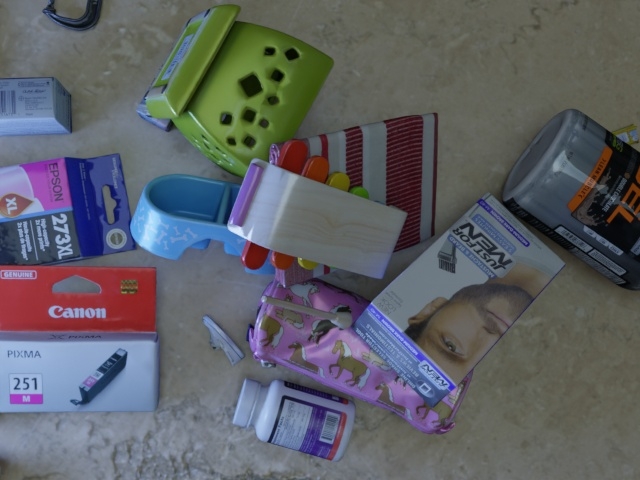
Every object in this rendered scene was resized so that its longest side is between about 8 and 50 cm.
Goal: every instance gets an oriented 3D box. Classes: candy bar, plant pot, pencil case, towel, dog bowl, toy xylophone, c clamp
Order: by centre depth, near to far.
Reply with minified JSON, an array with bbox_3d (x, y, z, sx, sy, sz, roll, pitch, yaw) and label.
[{"bbox_3d":[0.000,0.000,1.348,0.322,0.081,0.236,27,90,-41],"label":"toy xylophone"},{"bbox_3d":[-0.147,-0.246,1.420,0.207,0.227,0.228,30,86,-23],"label":"plant pot"},{"bbox_3d":[0.061,-0.075,1.444,0.328,0.037,0.237,-16,118,-32],"label":"towel"},{"bbox_3d":[-0.165,-0.034,1.462,0.297,0.166,0.074,10,125,-4],"label":"dog bowl"},{"bbox_3d":[0.069,0.189,1.482,0.386,0.160,0.167,23,107,-4],"label":"pencil case"},{"bbox_3d":[-0.445,-0.448,1.535,0.137,0.022,0.161,4,86,-10],"label":"c clamp"},{"bbox_3d":[0.512,-0.173,1.608,0.161,0.018,0.040,-19,93,-6],"label":"candy bar"}]

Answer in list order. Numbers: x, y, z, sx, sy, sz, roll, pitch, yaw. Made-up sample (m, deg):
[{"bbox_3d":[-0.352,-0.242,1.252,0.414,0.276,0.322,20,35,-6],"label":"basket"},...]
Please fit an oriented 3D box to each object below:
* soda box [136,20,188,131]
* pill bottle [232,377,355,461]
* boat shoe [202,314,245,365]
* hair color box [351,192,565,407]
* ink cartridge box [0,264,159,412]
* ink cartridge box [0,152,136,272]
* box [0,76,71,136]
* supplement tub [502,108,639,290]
[{"bbox_3d":[-0.247,-0.284,1.524,0.063,0.058,0.183,29,85,-3],"label":"soda box"},{"bbox_3d":[-0.046,0.299,1.491,0.193,0.108,0.108,17,86,-4],"label":"pill bottle"},{"bbox_3d":[-0.175,0.175,1.523,0.035,0.035,0.100,-42,98,-8],"label":"boat shoe"},{"bbox_3d":[0.232,0.090,1.444,0.185,0.110,0.339,44,58,9],"label":"hair color box"},{"bbox_3d":[-0.408,0.165,1.461,0.275,0.060,0.239,1,104,-5],"label":"ink cartridge box"},{"bbox_3d":[-0.513,-0.037,1.489,0.370,0.069,0.176,-10,89,-8],"label":"ink cartridge box"},{"bbox_3d":[-0.489,-0.221,1.459,0.126,0.137,0.072,-2,86,-5],"label":"box"},{"bbox_3d":[0.501,-0.054,1.507,0.338,0.207,0.207,34,85,-3],"label":"supplement tub"}]
